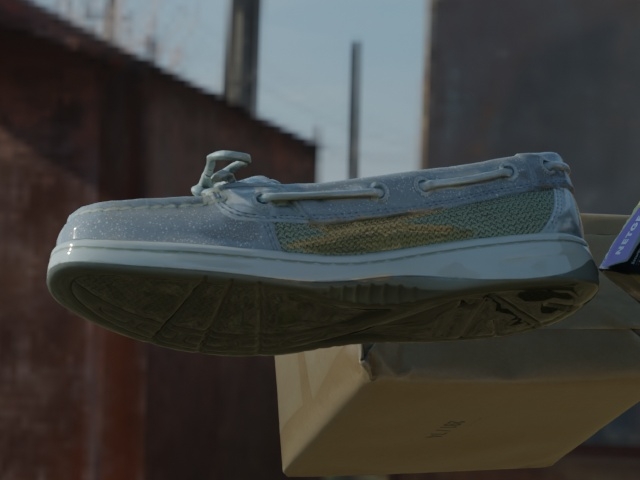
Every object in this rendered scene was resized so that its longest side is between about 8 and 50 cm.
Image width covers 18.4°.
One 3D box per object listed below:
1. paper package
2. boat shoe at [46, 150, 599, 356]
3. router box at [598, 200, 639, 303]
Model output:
[{"bbox_3d":[0.132,0.103,1.865,0.310,0.168,0.325,1,-22,-16],"label":"paper package"},{"bbox_3d":[0.002,-0.001,1.132,0.320,0.103,0.118,-2,-24,-14],"label":"boat shoe"},{"bbox_3d":[0.344,0.077,1.128,0.309,0.081,0.243,37,-11,-20],"label":"router box"}]
